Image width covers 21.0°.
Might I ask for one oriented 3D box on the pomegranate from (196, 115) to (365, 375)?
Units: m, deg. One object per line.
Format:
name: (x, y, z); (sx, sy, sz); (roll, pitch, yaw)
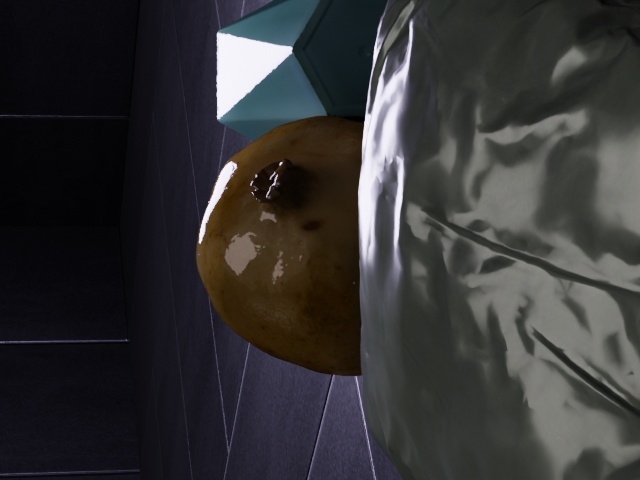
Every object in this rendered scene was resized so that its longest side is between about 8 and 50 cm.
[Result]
pomegranate: (0.000, 0.000, 1.211); (0.196, 0.196, 0.196); (180, 90, -78)

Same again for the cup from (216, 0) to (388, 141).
cup: (0.002, -0.132, 1.348); (0.236, 0.134, 0.148); (-168, 75, -77)

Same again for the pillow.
pillow: (0.113, 0.024, 0.751); (0.283, 0.138, 0.310); (35, 125, 58)
